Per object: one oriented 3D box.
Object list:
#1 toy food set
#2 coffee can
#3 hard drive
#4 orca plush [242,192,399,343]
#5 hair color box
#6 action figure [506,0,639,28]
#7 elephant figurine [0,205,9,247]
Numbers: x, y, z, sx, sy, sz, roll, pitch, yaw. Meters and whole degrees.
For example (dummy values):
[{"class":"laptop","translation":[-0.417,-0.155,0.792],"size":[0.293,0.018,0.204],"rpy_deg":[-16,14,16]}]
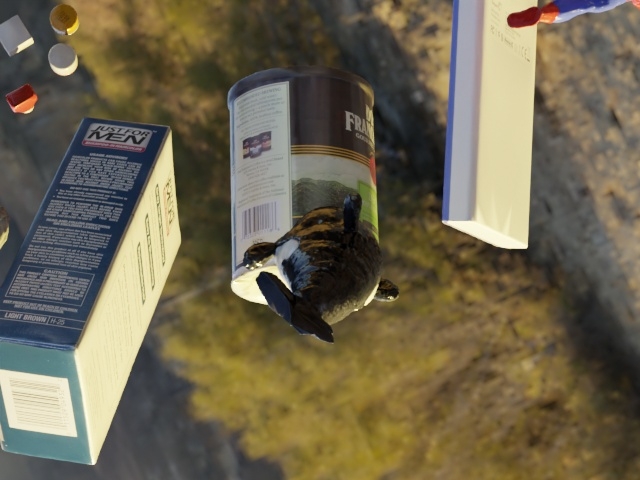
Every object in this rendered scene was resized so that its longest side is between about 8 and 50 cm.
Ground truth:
[{"class":"toy food set","translation":[-0.436,-0.244,2.233],"size":[0.111,0.232,0.104],"rpy_deg":[57,173,-1]},{"class":"coffee can","translation":[-0.023,-0.069,2.102],"size":[0.201,0.201,0.275],"rpy_deg":[86,-178,-72]},{"class":"hard drive","translation":[0.197,-0.163,1.790],"size":[0.210,0.040,0.319],"rpy_deg":[19,-107,-64]},{"class":"orca plush","translation":[0.000,0.000,1.461],"size":[0.287,0.151,0.102],"rpy_deg":[-26,-47,-69]},{"class":"hair color box","translation":[-0.243,0.044,1.638],"size":[0.347,0.105,0.174],"rpy_deg":[-73,-12,-47]},{"class":"action figure","translation":[0.335,-0.282,1.665],"size":[0.139,0.280,0.091],"rpy_deg":[-15,88,50]},{"class":"elephant figurine","translation":[-0.413,-0.005,1.621],"size":[0.169,0.186,0.239],"rpy_deg":[59,165,27]}]
